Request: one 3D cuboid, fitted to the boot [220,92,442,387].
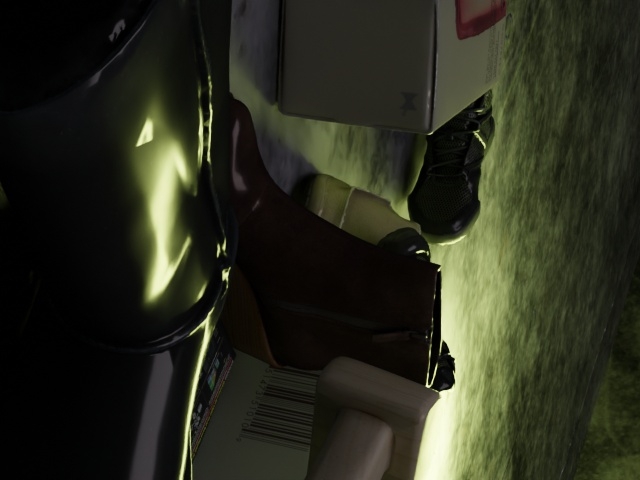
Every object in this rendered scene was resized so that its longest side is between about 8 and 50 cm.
[{"bbox_3d":[0.000,0.000,1.365,0.090,0.207,0.248,-55,148,-51],"label":"boot"}]

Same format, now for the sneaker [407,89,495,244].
[{"bbox_3d":[0.146,-0.105,1.923,0.130,0.087,0.227,76,27,-45],"label":"sneaker"}]

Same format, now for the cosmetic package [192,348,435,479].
[{"bbox_3d":[0.003,0.259,1.580,0.385,0.156,0.217,78,29,-49],"label":"cosmetic package"}]

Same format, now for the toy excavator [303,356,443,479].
[{"bbox_3d":[-0.053,0.334,1.069,0.433,0.222,0.445,-35,143,-66],"label":"toy excavator"}]

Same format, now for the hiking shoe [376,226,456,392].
[{"bbox_3d":[0.093,0.095,1.627,0.086,0.114,0.227,-24,130,-33],"label":"hiking shoe"}]

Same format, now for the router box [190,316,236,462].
[{"bbox_3d":[-0.113,0.114,1.355,0.092,0.038,0.122,72,33,-52],"label":"router box"}]

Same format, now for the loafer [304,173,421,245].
[{"bbox_3d":[0.050,0.002,1.682,0.268,0.092,0.102,33,68,-69],"label":"loafer"}]

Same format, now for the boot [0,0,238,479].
[{"bbox_3d":[-0.127,0.020,0.936,0.445,0.146,0.367,103,-3,-63],"label":"boot"}]

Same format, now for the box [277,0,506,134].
[{"bbox_3d":[0.072,-0.192,1.572,0.232,0.148,0.127,-38,134,-63],"label":"box"}]
